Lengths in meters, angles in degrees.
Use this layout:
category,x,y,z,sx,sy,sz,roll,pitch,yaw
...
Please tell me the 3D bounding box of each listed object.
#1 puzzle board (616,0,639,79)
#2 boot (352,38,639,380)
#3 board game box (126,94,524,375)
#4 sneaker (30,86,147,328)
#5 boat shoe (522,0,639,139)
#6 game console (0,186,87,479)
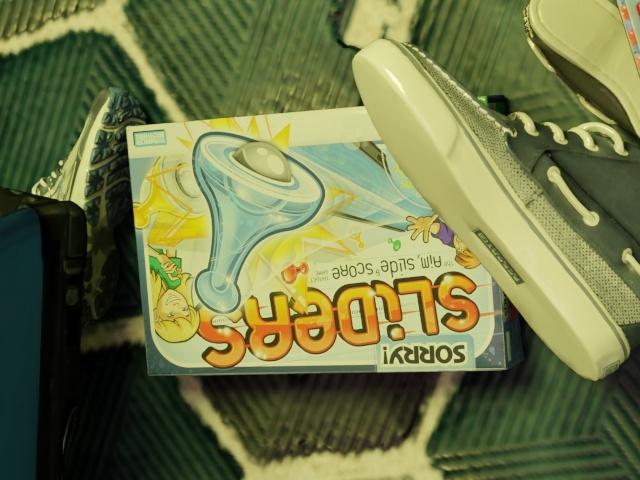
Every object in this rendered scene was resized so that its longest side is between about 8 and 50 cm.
category,x,y,z,sx,sy,sz,roll,pitch,yaw
puzzle board,0.186,-0.110,0.751,0.096,0.011,0.128,-17,89,1
boot,0.100,-0.033,0.767,0.086,0.069,0.190,-40,98,-13
board game box,0.000,0.000,0.848,0.201,0.035,0.136,-4,94,23
sneaker,-0.137,-0.022,0.898,0.058,0.052,0.135,23,102,27
boat shoe,0.146,-0.073,0.777,0.125,0.038,0.046,38,82,3
game console,-0.218,0.122,0.844,0.250,0.173,0.293,12,102,41
